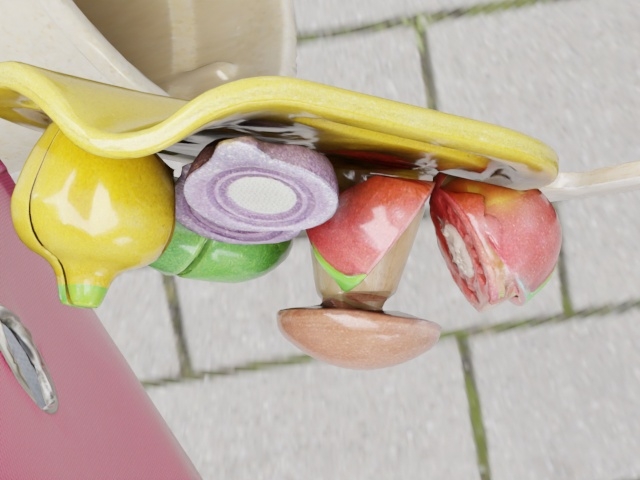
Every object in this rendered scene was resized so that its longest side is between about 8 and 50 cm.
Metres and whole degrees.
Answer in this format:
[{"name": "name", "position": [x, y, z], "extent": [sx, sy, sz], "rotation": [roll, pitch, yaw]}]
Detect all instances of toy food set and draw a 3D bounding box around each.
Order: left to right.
[{"name": "toy food set", "position": [0.000, 0.000, 0.575], "extent": [0.217, 0.128, 0.071], "rotation": [10, 83, -32]}]

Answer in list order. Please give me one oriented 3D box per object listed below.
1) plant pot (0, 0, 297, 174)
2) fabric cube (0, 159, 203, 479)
[{"name": "plant pot", "position": [-0.228, -0.151, 1.072], "extent": [0.305, 0.334, 0.334], "rotation": [-24, 106, 23]}, {"name": "fabric cube", "position": [-0.153, 0.156, 0.572], "extent": [0.259, 0.254, 0.258], "rotation": [-32, 94, 7]}]
